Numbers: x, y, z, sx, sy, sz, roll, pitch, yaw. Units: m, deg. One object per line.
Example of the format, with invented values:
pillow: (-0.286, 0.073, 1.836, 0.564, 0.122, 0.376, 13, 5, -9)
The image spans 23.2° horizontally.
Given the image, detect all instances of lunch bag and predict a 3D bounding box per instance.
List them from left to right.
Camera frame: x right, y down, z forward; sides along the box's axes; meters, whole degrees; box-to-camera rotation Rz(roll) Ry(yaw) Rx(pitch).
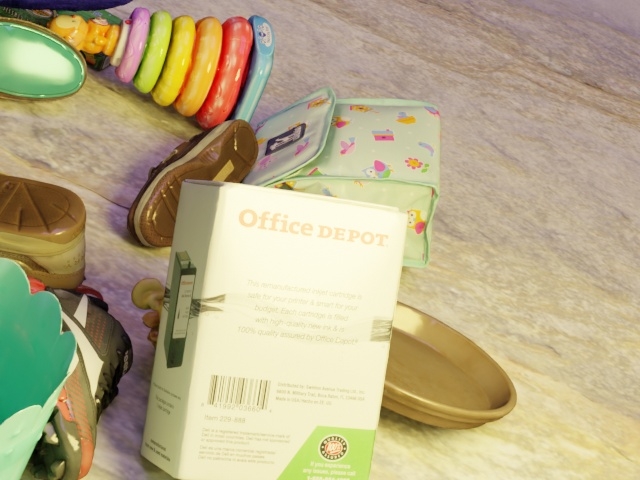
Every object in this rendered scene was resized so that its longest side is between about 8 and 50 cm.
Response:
lunch bag: (0.025, -0.090, 2.067, 0.262, 0.160, 0.223, 7, 34, 2)

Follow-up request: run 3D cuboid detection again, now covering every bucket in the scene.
bucket: (-0.371, 0.138, 1.380, 0.281, 0.183, 0.281, 18, 29, -11)

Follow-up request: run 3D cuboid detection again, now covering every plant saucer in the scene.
plant saucer: (0.097, 0.138, 1.818, 0.278, 0.041, 0.278, 23, 17, -8)

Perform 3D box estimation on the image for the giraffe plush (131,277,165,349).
giraffe plush: (-0.108, 0.090, 1.695, 0.170, 0.210, 0.181, -28, 56, -20)

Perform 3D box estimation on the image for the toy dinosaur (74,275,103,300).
toy dinosaur: (-0.296, 0.046, 1.730, 0.082, 0.047, 0.090, -32, 71, -35)

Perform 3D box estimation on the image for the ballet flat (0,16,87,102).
ballet flat: (-0.462, -0.246, 2.022, 0.316, 0.107, 0.106, 9, 6, -29)

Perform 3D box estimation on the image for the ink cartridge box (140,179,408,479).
ink cartridge box: (-0.046, 0.093, 1.564, 0.211, 0.289, 0.121, 9, 1, -25)

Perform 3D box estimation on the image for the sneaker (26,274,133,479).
sneaker: (-0.244, 0.137, 1.558, 0.135, 0.097, 0.276, 8, 32, -24)

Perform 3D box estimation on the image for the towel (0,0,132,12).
towel: (-0.402, -0.333, 2.065, 0.308, 0.076, 0.227, -3, 13, -13)

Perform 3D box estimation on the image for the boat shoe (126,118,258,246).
boat shoe: (-0.176, -0.066, 1.968, 0.095, 0.095, 0.257, -4, 25, 34)

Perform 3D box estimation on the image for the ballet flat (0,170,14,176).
ballet flat: (-0.391, -0.053, 1.786, 0.232, 0.080, 0.073, 30, 0, 4)

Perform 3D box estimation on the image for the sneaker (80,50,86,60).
sneaker: (-0.390, -0.256, 2.124, 0.152, 0.058, 0.084, 1, 28, -46)

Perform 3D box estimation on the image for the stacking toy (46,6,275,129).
stacking toy: (-0.226, -0.255, 2.131, 0.302, 0.165, 0.175, 16, 31, -16)

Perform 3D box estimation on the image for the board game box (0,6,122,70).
board game box: (-0.395, -0.336, 2.280, 0.260, 0.030, 0.136, 30, 28, 10)

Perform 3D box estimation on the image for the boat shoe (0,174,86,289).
boat shoe: (-0.415, -0.020, 1.680, 0.341, 0.110, 0.121, 16, 42, 13)
